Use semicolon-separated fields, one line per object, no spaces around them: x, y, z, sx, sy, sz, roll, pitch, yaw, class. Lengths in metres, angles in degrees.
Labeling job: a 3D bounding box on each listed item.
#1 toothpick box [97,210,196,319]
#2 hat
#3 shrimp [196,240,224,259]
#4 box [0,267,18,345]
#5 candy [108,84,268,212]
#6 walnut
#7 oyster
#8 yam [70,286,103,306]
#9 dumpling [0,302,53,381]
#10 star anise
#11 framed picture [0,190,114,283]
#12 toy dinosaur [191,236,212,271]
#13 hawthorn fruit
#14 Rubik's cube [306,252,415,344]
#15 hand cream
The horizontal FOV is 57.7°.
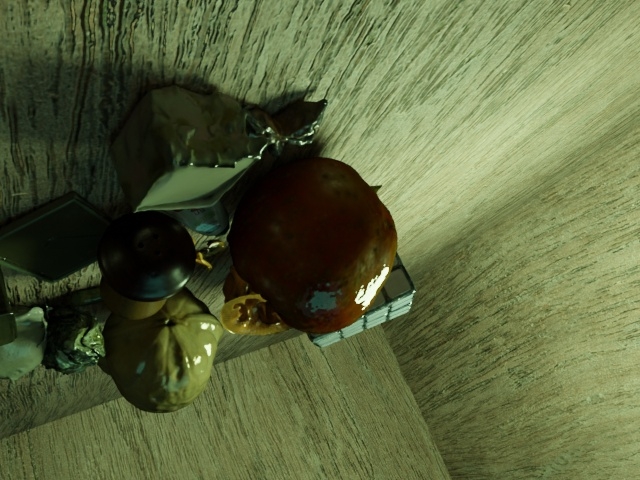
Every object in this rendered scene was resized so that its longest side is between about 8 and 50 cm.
-0.379;0.063;1.231;0.192;0.192;0.294;-15;164;-31;toothpick box
-0.184;0.123;1.683;0.244;0.233;0.233;11;141;-28;hat
-0.318;0.033;1.564;0.127;0.025;0.091;-24;165;-17;shrimp
-0.739;0.145;1.099;0.273;0.143;0.184;-15;161;-30;box
-0.219;-0.141;0.939;0.184;0.137;0.195;-8;159;-44;candy
-0.445;0.294;1.624;0.381;0.381;0.381;-22;164;-7;walnut
-0.632;0.252;1.459;0.158;0.162;0.351;-42;-162;-31;oyster
-0.590;0.143;1.494;0.094;0.043;0.043;-11;160;-37;yam
-0.753;0.229;1.358;0.204;0.163;0.293;13;136;-33;dumpling
-0.087;-0.196;1.088;0.207;0.063;0.172;-13;162;-35;star anise
-0.518;0.006;1.164;0.211;0.020;0.289;-28;164;-4;framed picture
-0.362;0.036;1.440;0.117;0.071;0.288;-15;161;6;toy dinosaur
0.000;0.000;1.326;0.402;0.403;0.403;-22;164;-7;hawthorn fruit
0.070;0.110;1.795;0.343;0.345;0.337;-25;166;-1;Rubik's cube
-0.275;-0.083;1.204;0.121;0.076;0.336;-25;158;5;hand cream
